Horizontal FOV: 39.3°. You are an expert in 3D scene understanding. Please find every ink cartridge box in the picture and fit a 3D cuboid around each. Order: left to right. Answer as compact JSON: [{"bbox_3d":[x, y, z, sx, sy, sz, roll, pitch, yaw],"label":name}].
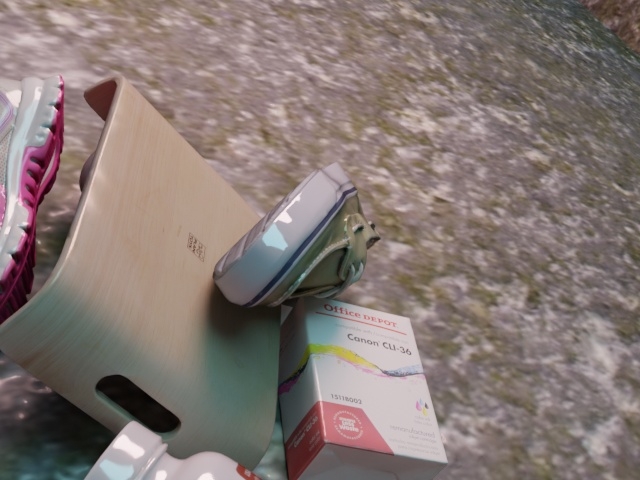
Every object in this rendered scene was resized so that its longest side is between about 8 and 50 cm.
[{"bbox_3d":[0.026,0.119,0.780,0.115,0.067,0.198,15,38,-23],"label":"ink cartridge box"}]

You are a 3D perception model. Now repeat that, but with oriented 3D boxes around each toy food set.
[{"bbox_3d":[-0.133,0.026,0.718,0.219,0.092,0.306,47,26,-32],"label":"toy food set"}]

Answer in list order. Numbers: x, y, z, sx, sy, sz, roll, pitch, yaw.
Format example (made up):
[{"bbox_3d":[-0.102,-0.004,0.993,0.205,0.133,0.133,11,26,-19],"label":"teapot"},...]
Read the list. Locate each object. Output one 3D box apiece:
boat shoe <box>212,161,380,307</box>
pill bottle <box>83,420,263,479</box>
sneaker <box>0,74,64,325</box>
[{"bbox_3d":[0.000,0.000,0.759,0.094,0.109,0.302,47,19,-2],"label":"boat shoe"},{"bbox_3d":[-0.054,0.210,0.554,0.216,0.121,0.121,34,34,1],"label":"pill bottle"},{"bbox_3d":[-0.266,-0.021,0.665,0.111,0.103,0.252,10,58,-11],"label":"sneaker"}]
